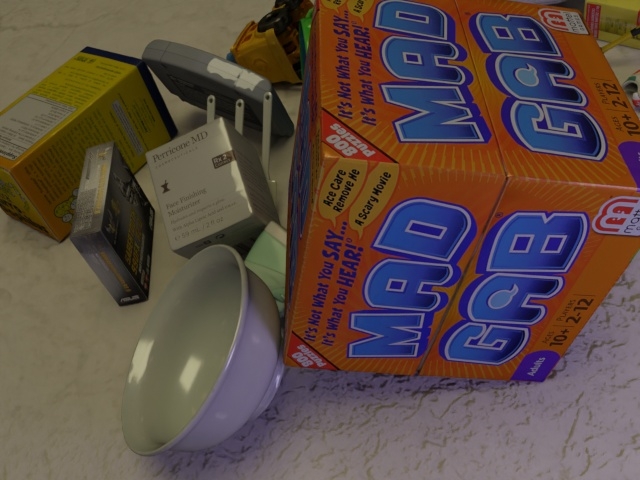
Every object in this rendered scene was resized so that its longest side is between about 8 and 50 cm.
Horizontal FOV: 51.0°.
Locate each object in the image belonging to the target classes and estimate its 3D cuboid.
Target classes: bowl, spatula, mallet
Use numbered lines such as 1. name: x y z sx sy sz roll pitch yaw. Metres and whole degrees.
1. bowl: -0.142 0.164 0.928 0.297 0.134 0.298 -36 39 36
2. spatula: -0.156 -0.148 1.228 0.168 0.242 0.019 3 5 24
3. mallet: 0.576 -0.376 1.254 0.189 0.039 0.062 -22 44 39

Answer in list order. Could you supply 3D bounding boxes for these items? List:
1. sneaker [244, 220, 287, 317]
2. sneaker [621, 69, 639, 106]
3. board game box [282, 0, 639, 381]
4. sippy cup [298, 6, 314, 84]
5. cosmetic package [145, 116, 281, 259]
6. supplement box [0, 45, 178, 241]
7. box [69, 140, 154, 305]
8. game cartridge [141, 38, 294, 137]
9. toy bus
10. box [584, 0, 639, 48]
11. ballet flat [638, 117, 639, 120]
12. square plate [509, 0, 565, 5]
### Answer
1. sneaker: -0.024 0.101 1.035 0.255 0.094 0.151 38 93 22
2. sneaker: 0.597 -0.248 1.181 0.075 0.057 0.161 -31 47 11
3. board game box: 0.148 -0.070 0.872 0.355 0.357 0.357 5 47 -6
4. sippy cup: 0.080 -0.315 1.288 0.223 0.306 0.240 -7 18 -4
5. cosmetic package: -0.174 -0.075 1.125 0.151 0.151 0.184 -24 72 10
6. supplement box: -0.503 -0.206 1.371 0.194 0.195 0.357 21 57 32
7. box: -0.356 -0.031 1.175 0.056 0.183 0.231 -14 46 4
8. game cartridge: -0.203 -0.304 1.336 0.294 0.196 0.060 24 83 18
9. toy bus: -0.116 -0.447 1.526 0.211 0.149 0.220 -9 42 31
10. box: 0.630 -0.420 1.297 0.232 0.087 0.058 30 63 34
11. ballet flat: 0.424 -0.175 1.038 0.139 0.139 0.400 -18 43 1
12. square plate: 0.407 -0.588 1.499 0.346 0.049 0.344 -9 39 -4
